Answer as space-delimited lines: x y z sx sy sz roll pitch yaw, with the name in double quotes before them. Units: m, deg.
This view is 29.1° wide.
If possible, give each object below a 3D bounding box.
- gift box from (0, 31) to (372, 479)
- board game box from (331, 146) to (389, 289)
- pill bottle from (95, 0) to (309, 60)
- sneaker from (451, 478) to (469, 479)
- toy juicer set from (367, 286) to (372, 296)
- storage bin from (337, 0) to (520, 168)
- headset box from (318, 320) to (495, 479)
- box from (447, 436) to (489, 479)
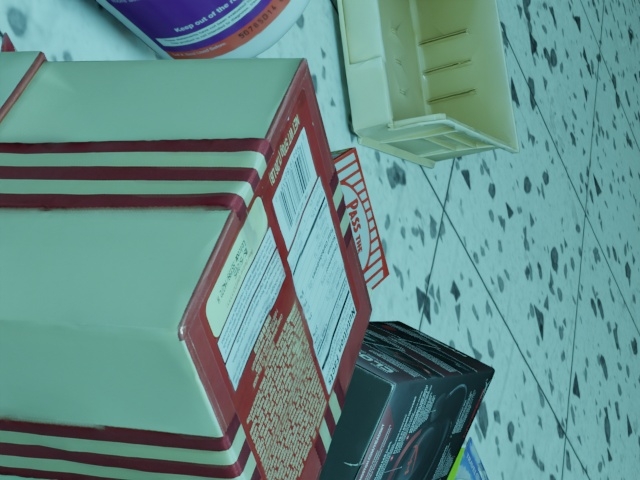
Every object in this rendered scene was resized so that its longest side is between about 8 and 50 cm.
"gift box" -0.134 0.019 0.738 0.255 0.258 0.276 -66 150 -47
"board game box" 0.000 0.000 1.245 0.193 0.045 0.147 -38 115 -60
"pill bottle" -0.143 -0.275 0.925 0.323 0.181 0.182 38 47 -53
"sneaker" 0.096 0.253 1.008 0.232 0.090 0.115 10 90 -69
"toy juicer set" -0.033 0.117 1.045 0.329 0.089 0.209 18 76 -55
"storage bin" 0.125 -0.240 1.499 0.260 0.123 0.262 10 71 -62
"headset box" 0.014 0.182 0.988 0.293 0.110 0.218 6 108 -66
"box" 0.153 0.323 1.419 0.109 0.042 0.178 67 29 -23
